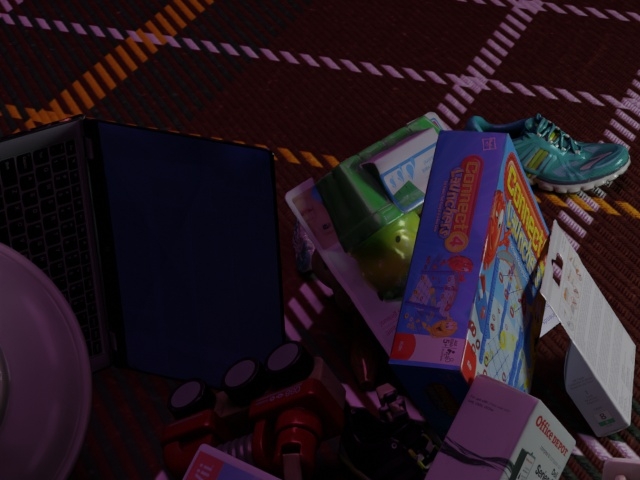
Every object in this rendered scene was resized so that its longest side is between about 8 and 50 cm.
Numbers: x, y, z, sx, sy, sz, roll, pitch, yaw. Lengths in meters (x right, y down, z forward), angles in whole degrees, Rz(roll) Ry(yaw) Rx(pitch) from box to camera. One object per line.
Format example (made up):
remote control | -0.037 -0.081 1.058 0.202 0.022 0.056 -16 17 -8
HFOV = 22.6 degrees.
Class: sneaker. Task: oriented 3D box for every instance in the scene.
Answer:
sneaker | 0.109 0.267 1.919 0.235 0.097 0.084 19 37 32
sneaker | 0.000 0.000 2.423 0.076 0.065 0.166 9 33 -12
sneaker | 0.358 -0.144 2.570 0.275 0.110 0.107 5 32 11

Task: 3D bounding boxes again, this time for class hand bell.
hand bell | 0.055 0.108 2.206 0.126 0.126 0.242 -3 42 0

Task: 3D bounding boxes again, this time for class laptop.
laptop | -0.281 0.065 2.007 0.408 0.382 0.236 -19 34 -26

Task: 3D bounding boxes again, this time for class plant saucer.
plant saucer | -0.469 0.175 1.862 0.400 0.400 0.100 -5 -9 -3

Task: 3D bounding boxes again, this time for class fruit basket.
fruit basket | 0.159 0.016 2.171 0.327 0.165 0.353 -30 79 -38

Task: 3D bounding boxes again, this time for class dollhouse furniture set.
dollhouse furniture set | 0.139 0.216 2.012 0.114 0.091 0.081 -23 52 -8

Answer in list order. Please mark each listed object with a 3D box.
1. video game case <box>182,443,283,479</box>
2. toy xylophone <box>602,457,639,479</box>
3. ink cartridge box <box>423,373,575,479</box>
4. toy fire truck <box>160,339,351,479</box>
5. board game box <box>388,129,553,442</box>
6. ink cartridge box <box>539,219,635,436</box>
video game case | -0.064 0.361 1.735 0.285 0.025 0.204 20 76 33
toy xylophone | 0.325 0.366 1.755 0.236 0.081 0.322 0 31 5
ink cartridge box | 0.185 0.273 1.764 0.087 0.153 0.208 20 76 33
toy fire truck | -0.074 0.275 1.886 0.217 0.158 0.246 -22 32 22
board game box | 0.190 0.074 1.918 0.086 0.308 0.302 4 65 22
ink cartridge box | 0.327 0.112 2.049 0.056 0.225 0.181 -27 21 27
